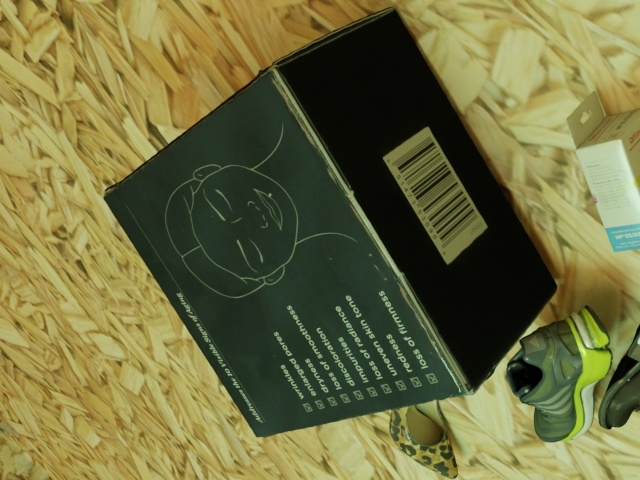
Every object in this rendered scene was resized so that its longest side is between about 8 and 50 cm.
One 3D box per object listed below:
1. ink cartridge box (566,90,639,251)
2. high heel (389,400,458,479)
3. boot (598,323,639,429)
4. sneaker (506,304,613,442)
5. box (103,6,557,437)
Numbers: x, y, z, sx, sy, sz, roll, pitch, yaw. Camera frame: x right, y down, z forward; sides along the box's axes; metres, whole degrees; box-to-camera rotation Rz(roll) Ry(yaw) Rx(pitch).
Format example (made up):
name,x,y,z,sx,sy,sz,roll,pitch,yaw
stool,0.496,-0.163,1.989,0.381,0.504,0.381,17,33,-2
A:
name,x,y,z,sx,sy,sz,roll,pitch,yaw
ink cartridge box,0.373,-0.091,1.044,0.062,0.104,0.181,-11,112,44
high heel,0.193,0.293,1.485,0.261,0.093,0.186,54,142,5
boot,0.517,0.215,1.159,0.229,0.091,0.262,26,137,19
sneaker,0.327,0.203,1.240,0.121,0.111,0.299,-11,138,-3
box,0.000,0.000,1.281,0.472,0.297,0.479,-25,99,46
